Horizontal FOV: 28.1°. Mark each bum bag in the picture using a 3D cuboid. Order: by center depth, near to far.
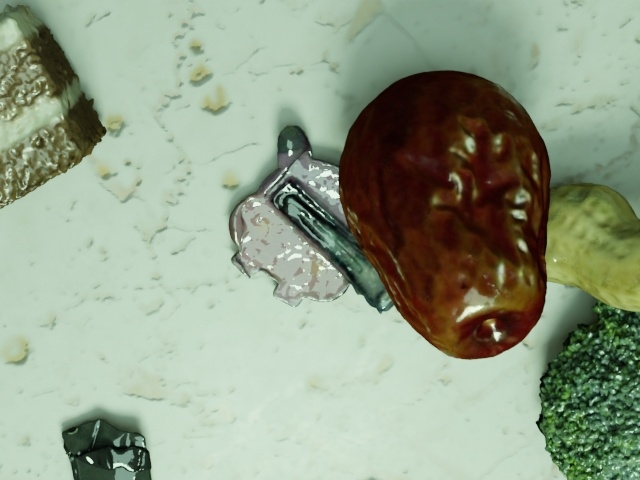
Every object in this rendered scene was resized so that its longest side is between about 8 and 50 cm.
[{"bbox_3d":[-0.201,0.270,1.265,0.087,0.049,0.198,-8,105,2],"label":"bum bag"}]

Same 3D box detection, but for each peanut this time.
[{"bbox_3d":[0.269,0.006,1.171,0.229,0.098,0.103,18,115,34],"label":"peanut"}]

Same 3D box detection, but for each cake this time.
[{"bbox_3d":[-0.279,-0.116,1.116,0.134,0.135,0.147,-30,105,6],"label":"cake"}]

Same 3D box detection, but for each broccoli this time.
[{"bbox_3d":[0.305,0.171,1.227,0.198,0.226,0.176,-14,146,33],"label":"broccoli"}]

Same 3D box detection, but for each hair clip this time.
[{"bbox_3d":[0.001,-0.001,1.218,0.187,0.056,0.146,39,99,-4],"label":"hair clip"}]

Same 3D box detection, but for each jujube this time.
[{"bbox_3d":[0.116,-0.026,1.118,0.190,0.255,0.190,-9,144,-7],"label":"jujube"}]
